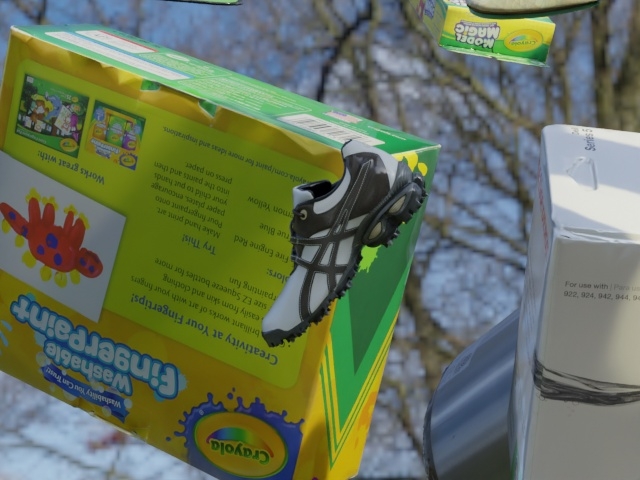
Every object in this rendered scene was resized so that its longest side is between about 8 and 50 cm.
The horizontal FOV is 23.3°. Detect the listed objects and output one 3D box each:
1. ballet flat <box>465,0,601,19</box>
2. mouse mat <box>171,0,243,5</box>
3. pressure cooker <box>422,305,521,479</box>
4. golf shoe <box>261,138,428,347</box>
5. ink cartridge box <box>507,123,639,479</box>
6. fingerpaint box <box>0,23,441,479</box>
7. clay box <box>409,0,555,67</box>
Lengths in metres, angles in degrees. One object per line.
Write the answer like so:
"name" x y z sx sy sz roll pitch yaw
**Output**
"ballet flat" 0.160 -0.161 0.869 0.168 0.057 0.052 -8 -57 -10
"mouse mat" -0.138 -0.201 1.153 0.152 0.007 0.190 4 22 -8
"pressure cooker" 0.358 0.199 1.751 0.375 0.370 0.420 14 -36 -27
"golf shoe" 0.000 0.000 1.315 0.094 0.198 0.077 39 13 -6
"ink cartridge box" 0.212 0.075 1.174 0.114 0.273 0.198 4 27 3
"fingerpaint box" -0.137 0.013 1.606 0.445 0.371 0.163 21 18 26
"clay box" 0.185 -0.257 1.774 0.127 0.053 0.222 8 22 -11
